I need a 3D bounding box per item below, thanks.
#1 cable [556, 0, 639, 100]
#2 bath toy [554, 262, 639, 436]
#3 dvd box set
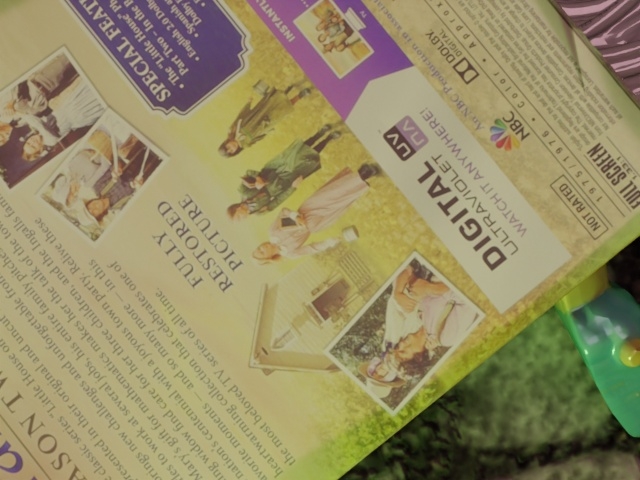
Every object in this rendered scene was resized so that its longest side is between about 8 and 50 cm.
[{"bbox_3d":[0.132,-0.176,0.885,0.257,0.089,0.257,-10,92,11],"label":"cable"},{"bbox_3d":[0.284,-0.031,0.894,0.348,0.151,0.129,-22,40,-1],"label":"bath toy"},{"bbox_3d":[-0.075,-0.011,0.813,0.420,0.062,0.307,-40,85,-1],"label":"dvd box set"}]
